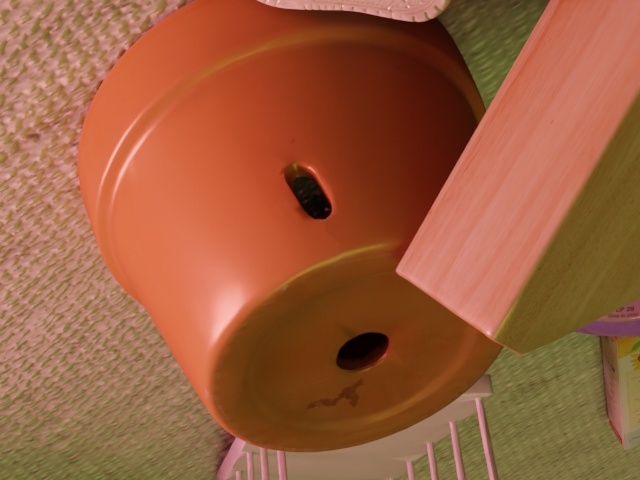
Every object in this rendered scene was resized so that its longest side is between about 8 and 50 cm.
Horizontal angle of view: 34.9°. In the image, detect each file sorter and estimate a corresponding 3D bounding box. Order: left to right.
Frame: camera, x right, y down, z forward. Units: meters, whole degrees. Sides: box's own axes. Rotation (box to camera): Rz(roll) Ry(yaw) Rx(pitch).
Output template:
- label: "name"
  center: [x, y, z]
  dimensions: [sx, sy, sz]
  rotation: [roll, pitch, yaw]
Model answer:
- label: "file sorter"
  center: [0.026, 0.248, 0.900]
  dimensions: [0.192, 0.173, 0.278]
  rotation: [1, 153, -14]

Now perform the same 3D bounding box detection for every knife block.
- label: "knife block"
  center: [0.162, -0.103, 0.512]
  dimensions: [0.275, 0.088, 0.242]
  rotation: [-22, 120, -21]

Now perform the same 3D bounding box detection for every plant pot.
- label: "plant pot"
  center: [0.000, 0.000, 0.675]
  dimensions: [0.290, 0.204, 0.291]
  rotation: [-13, 137, -12]

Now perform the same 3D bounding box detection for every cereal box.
- label: "cereal box"
  center: [0.390, 0.123, 1.089]
  dimensions: [0.173, 0.047, 0.240]
  rotation: [-23, 139, -1]

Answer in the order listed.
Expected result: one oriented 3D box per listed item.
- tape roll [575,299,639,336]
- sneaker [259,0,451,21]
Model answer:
- label: "tape roll"
  center: [0.219, 0.000, 0.796]
  dimensions: [0.188, 0.080, 0.189]
  rotation: [12, 152, 6]
- label: "sneaker"
  center: [0.012, -0.172, 0.609]
  dimensions: [0.152, 0.085, 0.058]
  rotation: [13, 119, 12]
